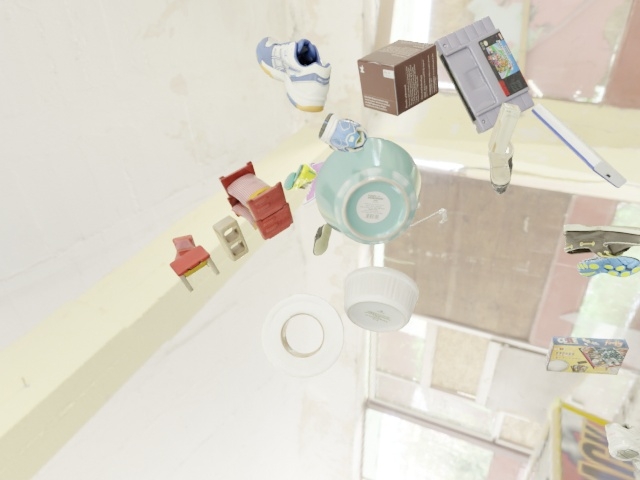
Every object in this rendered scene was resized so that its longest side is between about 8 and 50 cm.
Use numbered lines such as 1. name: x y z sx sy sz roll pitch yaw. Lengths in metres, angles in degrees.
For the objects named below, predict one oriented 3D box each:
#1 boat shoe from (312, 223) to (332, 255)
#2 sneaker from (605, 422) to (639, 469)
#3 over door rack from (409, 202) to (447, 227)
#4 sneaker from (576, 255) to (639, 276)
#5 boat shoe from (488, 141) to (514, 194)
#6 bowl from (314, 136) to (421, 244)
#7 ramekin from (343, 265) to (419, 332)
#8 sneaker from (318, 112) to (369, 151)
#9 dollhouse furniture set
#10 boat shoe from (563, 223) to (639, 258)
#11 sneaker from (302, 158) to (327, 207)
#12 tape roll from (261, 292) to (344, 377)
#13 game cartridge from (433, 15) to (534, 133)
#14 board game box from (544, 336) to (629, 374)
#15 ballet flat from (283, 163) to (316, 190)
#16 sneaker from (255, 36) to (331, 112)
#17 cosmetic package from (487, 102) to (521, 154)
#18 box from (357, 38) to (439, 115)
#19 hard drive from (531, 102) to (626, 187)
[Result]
1. boat shoe: 0.001 0.001 1.646 0.049 0.042 0.133 38 -128 -26
2. sneaker: 0.936 0.600 1.414 0.090 0.232 0.115 -46 22 36
3. over door rack: 0.299 -0.126 1.823 0.324 0.239 0.108 -12 -63 -42
4. sneaker: 0.843 0.065 1.400 0.078 0.067 0.188 -33 5 -20
5. boat shoe: 0.549 -0.226 1.462 0.065 0.075 0.206 70 -150 -45
6. bowl: 0.142 -0.111 1.320 0.163 0.311 0.312 -98 9 -64
7. ramekin: 0.206 0.218 1.691 0.273 0.272 0.127 78 -159 -49
8. sneaker: 0.064 -0.222 1.052 0.080 0.081 0.211 -65 -13 17
9. dollhouse furniture set: -0.285 -0.051 1.376 0.374 0.201 0.152 -34 -48 -20
10. boat shoe: 0.595 0.003 0.998 0.228 0.081 0.069 -162 78 -82
11. sneaker: -0.017 -0.295 2.363 0.282 0.161 0.102 -41 5 27
12. tape roll: -0.058 0.323 1.658 0.100 0.286 0.286 63 -139 -82
13. game cartridge: 0.570 -0.576 1.661 0.355 0.230 0.068 62 175 -1
14. board game box: 0.969 0.422 1.758 0.042 0.243 0.165 -76 -17 -48
15. ballet flat: -0.073 -0.221 1.765 0.231 0.077 0.077 157 129 -69
16. sneaker: -0.057 -0.441 1.174 0.112 0.296 0.131 -13 -39 -35
17. cosmetic package: 0.464 -0.283 1.215 0.060 0.041 0.115 -67 -11 -59
18. box: 0.257 -0.538 1.574 0.203 0.168 0.167 -34 -48 -23
19. hard drive: 0.850 -0.316 1.586 0.210 0.319 0.040 16 -52 -37
